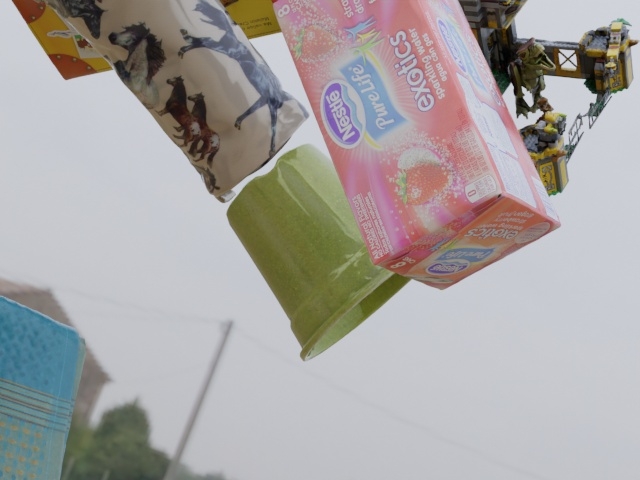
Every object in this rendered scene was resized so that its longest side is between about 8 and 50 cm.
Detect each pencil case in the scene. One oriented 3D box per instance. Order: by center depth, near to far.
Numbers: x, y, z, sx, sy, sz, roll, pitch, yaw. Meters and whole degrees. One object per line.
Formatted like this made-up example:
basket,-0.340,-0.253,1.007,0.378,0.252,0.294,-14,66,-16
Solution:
pencil case,-0.192,-0.235,1.607,0.183,0.160,0.410,-30,-72,35

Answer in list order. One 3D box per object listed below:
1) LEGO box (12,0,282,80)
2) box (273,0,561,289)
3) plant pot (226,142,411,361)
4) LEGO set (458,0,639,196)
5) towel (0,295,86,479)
LEGO box,-0.187,-0.486,2.044,0.500,0.372,0.193,-9,-43,20
box,0.089,-0.121,1.247,0.142,0.300,0.154,-30,-24,21
plant pot,0.000,0.000,1.993,0.254,0.276,0.276,50,-10,9
LEGO set,0.232,-0.218,1.571,0.255,0.331,0.192,18,-40,36
towel,-0.424,0.158,1.363,0.370,0.271,0.040,27,-34,-35
